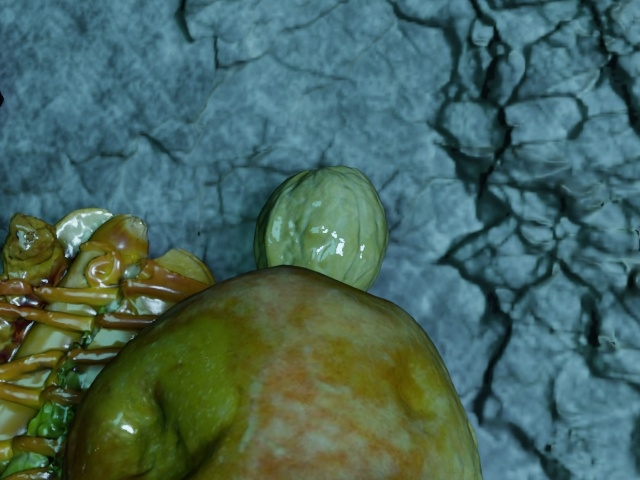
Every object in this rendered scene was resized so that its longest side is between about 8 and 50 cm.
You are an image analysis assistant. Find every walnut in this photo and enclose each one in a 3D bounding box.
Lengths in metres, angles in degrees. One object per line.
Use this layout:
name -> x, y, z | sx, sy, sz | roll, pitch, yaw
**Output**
walnut -> 0.000, 0.000, 0.640 | 0.092, 0.092, 0.092 | -5, 76, 20

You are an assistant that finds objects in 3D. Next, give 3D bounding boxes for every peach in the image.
peach -> -0.015, 0.124, 0.530 | 0.214, 0.235, 0.214 | -4, 105, -14

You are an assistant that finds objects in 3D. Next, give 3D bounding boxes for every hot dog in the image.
hot dog -> -0.191, 0.141, 0.661 | 0.158, 0.117, 0.349 | 29, 89, 24

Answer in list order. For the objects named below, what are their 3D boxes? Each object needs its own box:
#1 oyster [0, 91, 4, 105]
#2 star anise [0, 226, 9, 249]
oyster -> -0.411, -0.111, 0.801 | 0.361, 0.096, 0.221 | -23, 105, 19
star anise -> -0.316, -0.011, 0.758 | 0.204, 0.061, 0.180 | -23, 104, 13
